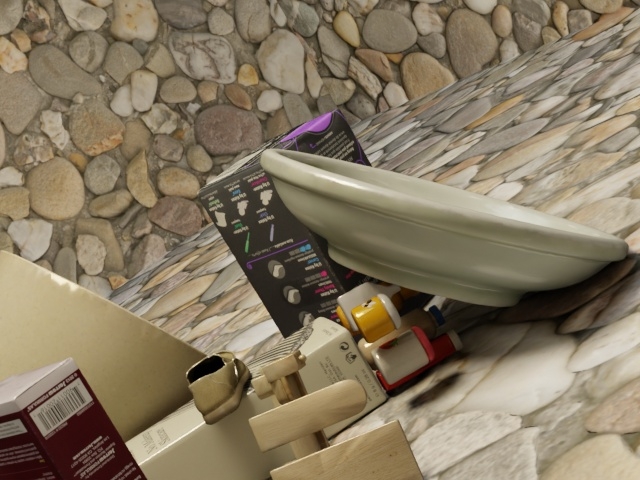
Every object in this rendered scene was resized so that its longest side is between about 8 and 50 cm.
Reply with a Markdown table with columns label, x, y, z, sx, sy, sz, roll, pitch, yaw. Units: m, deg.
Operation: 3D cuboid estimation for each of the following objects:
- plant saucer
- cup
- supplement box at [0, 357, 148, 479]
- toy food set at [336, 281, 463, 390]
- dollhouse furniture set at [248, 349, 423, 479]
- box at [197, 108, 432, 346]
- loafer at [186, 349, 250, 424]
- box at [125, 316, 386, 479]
| label | x | y | z | sx | sy | sz | roll | pitch | yaw |
| --- | --- | --- | --- | --- | --- | --- | --- | --- | --- |
| plant saucer | 0.121 | -0.005 | 1.309 | 0.400 | 0.101 | 0.400 | 14 | 6 | -1 |
| cup | -0.291 | 0.193 | 1.453 | 0.237 | 0.331 | 0.331 | -62 | 18 | -11 |
| supplement box | -0.219 | 0.233 | 1.117 | 0.130 | 0.239 | 0.073 | -18 | 14 | 48 |
| toy food set | 0.089 | 0.086 | 1.294 | 0.104 | 0.111 | 0.232 | -29 | -5 | -5 |
| dollhouse furniture set | 0.018 | 0.164 | 1.133 | 0.123 | 0.144 | 0.151 | -24 | -3 | 10 |
| box | 0.000 | 0.000 | 1.533 | 0.143 | 0.270 | 0.165 | -21 | 14 | 44 |
| loafer | -0.106 | 0.139 | 1.256 | 0.056 | 0.050 | 0.148 | -29 | 13 | 1 |
| box | -0.076 | 0.196 | 1.302 | 0.275 | 0.094 | 0.113 | -32 | 11 | -12 |
